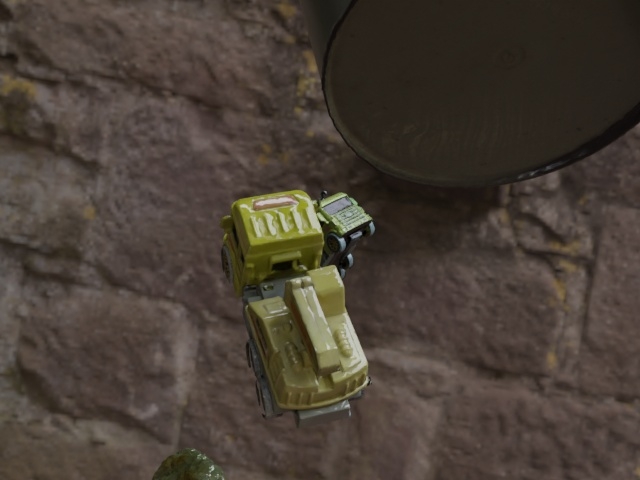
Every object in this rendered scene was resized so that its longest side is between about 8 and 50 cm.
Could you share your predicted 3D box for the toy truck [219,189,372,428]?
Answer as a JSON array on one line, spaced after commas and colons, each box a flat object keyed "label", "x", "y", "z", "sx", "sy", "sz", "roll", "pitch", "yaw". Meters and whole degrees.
[{"label": "toy truck", "x": -0.029, "y": 0.066, "z": 1.151, "sx": 0.124, "sy": 0.272, "sz": 0.157, "roll": -9, "pitch": -33, "yaw": -15}]

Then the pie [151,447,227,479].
[{"label": "pie", "x": -0.173, "y": 0.386, "z": 1.195, "sx": 0.105, "sy": 0.274, "sz": 0.257, "roll": 12, "pitch": -35, "yaw": -20}]

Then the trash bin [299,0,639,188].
[{"label": "trash bin", "x": 0.090, "y": -0.279, "z": 0.754, "sx": 0.280, "sy": 0.432, "sz": 0.280, "roll": -6, "pitch": -36, "yaw": -5}]

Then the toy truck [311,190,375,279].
[{"label": "toy truck", "x": 0.000, "y": 0.000, "z": 1.464, "sx": 0.077, "sy": 0.169, "sz": 0.100, "roll": -28, "pitch": 70, "yaw": -38}]
